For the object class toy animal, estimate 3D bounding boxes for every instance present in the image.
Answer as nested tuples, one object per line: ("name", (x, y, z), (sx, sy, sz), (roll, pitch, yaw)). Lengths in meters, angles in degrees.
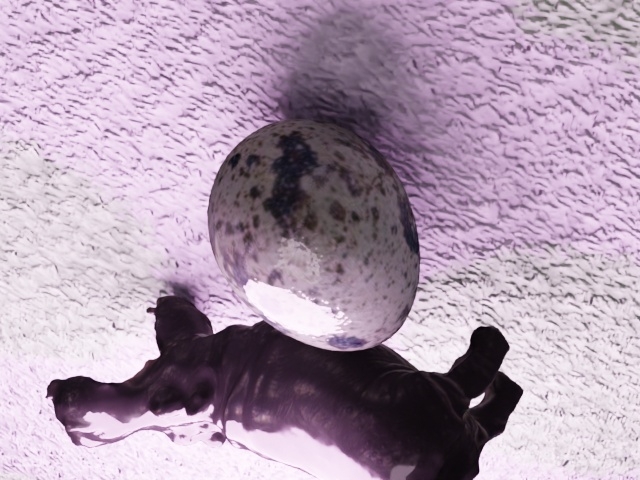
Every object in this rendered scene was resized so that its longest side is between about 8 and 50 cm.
("toy animal", (-0.025, 0.104, 1.222), (0.343, 0.168, 0.106), (7, 142, 30))

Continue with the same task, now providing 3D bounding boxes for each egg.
("egg", (0.000, 0.000, 1.113), (0.132, 0.132, 0.172), (-18, 119, 32))
